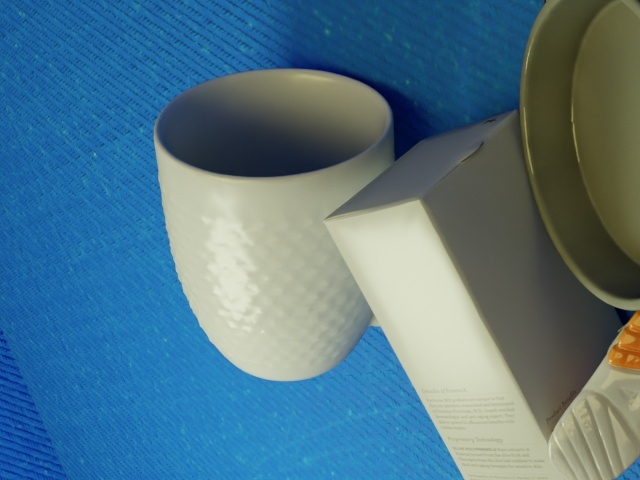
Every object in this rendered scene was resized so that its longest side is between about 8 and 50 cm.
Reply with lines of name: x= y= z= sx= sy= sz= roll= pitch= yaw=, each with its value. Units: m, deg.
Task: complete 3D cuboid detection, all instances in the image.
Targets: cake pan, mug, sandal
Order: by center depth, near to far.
cake pan: x=0.267 y=-0.086 z=0.975 sx=0.293 sy=0.054 sz=0.293 roll=168 pitch=90 yaw=-75
sandal: x=0.310 y=0.121 z=1.043 sx=0.102 sy=0.076 sz=0.265 roll=41 pitch=115 yaw=7
mug: x=0.000 y=0.000 z=1.338 sx=0.374 sy=0.276 sz=0.328 roll=5 pitch=125 yaw=12

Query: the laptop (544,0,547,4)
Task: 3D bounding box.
laptop: x=0.299 y=-0.212 z=0.897 sx=0.408 sy=0.236 sz=0.382 roll=18 pitch=122 yaw=40

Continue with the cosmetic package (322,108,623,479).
cosmetic package: x=0.187 y=0.075 z=1.163 sx=0.155 sy=0.197 sz=0.365 roll=-14 pitch=109 yaw=50
